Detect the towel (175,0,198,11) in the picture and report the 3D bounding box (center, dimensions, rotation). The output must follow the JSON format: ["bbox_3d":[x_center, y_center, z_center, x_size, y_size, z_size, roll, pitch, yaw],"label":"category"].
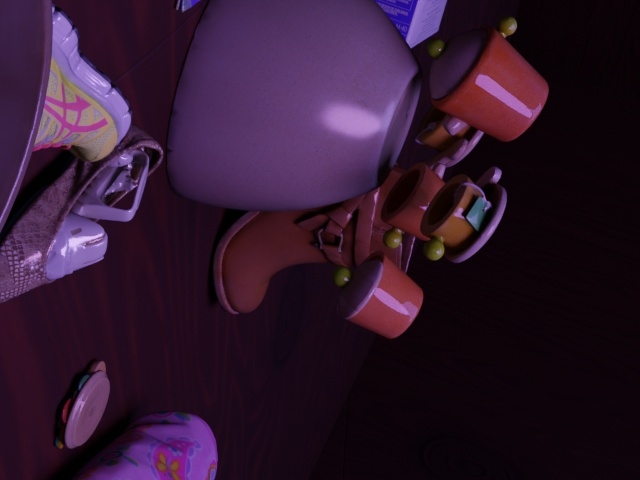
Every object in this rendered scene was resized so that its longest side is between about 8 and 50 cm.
[{"bbox_3d":[-0.104,-0.239,1.206,0.083,0.009,0.060,-50,159,-61],"label":"towel"}]

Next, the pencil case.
[{"bbox_3d":[-0.202,0.270,1.399,0.284,0.124,0.124,-42,151,-69],"label":"pencil case"}]

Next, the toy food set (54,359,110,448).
[{"bbox_3d":[-0.229,0.161,1.311,0.082,0.020,0.083,-49,157,-61],"label":"toy food set"}]

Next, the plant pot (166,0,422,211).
[{"bbox_3d":[-0.008,-0.144,1.376,0.284,0.191,0.284,21,90,-79],"label":"plant pot"}]

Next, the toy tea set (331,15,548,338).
[{"bbox_3d":[0.098,-0.070,1.330,0.200,0.124,0.336,-33,-152,54],"label":"toy tea set"}]

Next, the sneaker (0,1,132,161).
[{"bbox_3d":[-0.194,-0.091,0.891,0.094,0.081,0.208,-60,161,-12],"label":"sneaker"}]

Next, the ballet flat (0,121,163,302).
[{"bbox_3d":[-0.184,-0.023,1.056,0.073,0.067,0.206,99,16,-51],"label":"ballet flat"}]

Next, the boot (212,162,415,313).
[{"bbox_3d":[0.000,0.000,1.600,0.109,0.220,0.283,-50,158,-61],"label":"boot"}]

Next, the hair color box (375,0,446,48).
[{"bbox_3d":[0.135,-0.431,1.771,0.185,0.110,0.338,-43,153,-64],"label":"hair color box"}]

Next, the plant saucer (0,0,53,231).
[{"bbox_3d":[-0.223,-0.053,0.686,0.278,0.041,0.277,20,90,-78],"label":"plant saucer"}]
